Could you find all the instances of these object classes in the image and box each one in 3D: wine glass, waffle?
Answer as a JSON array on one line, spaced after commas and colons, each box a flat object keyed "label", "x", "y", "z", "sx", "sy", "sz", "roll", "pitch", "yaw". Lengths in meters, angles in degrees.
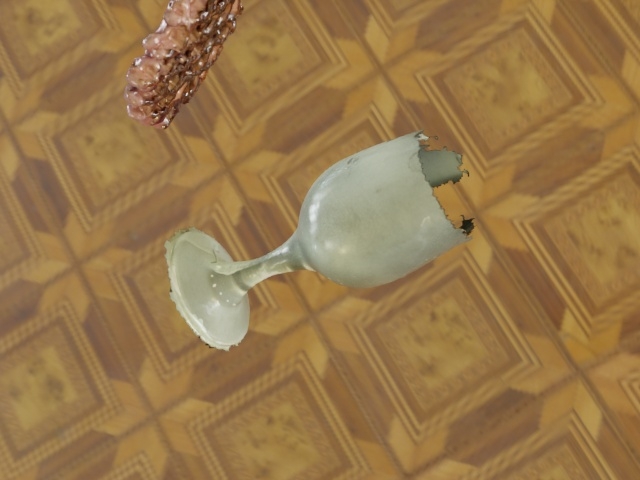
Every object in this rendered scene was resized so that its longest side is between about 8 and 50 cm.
[{"label": "wine glass", "x": 0.000, "y": 0.000, "z": 1.393, "sx": 0.321, "sy": 0.143, "sz": 0.143, "roll": -21, "pitch": 68, "yaw": 27}, {"label": "waffle", "x": -0.161, "y": -0.233, "z": 1.643, "sx": 0.055, "sy": 0.234, "sz": 0.221, "roll": 33, "pitch": 82, "yaw": 8}]
